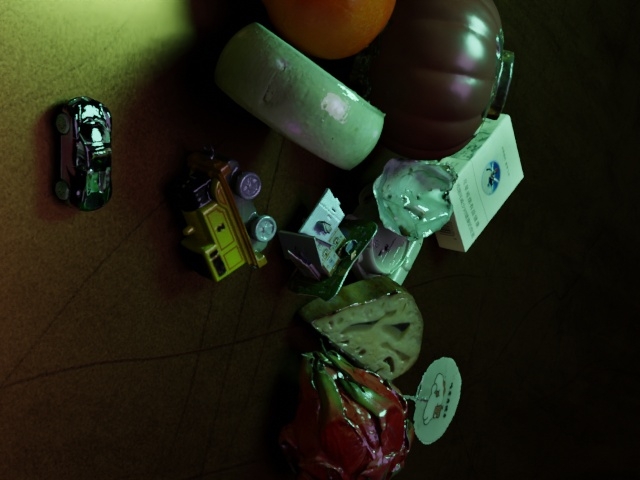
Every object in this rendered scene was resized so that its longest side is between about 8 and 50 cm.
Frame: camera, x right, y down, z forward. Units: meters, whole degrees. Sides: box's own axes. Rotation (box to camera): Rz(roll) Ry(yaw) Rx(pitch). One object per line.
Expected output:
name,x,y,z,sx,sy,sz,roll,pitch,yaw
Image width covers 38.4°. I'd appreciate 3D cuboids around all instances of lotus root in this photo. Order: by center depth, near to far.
lotus root,0.091,0.148,1.620,0.170,0.074,0.261,-41,131,-2

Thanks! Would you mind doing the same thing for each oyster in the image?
oyster,0.168,-0.087,1.604,0.252,0.087,0.199,-54,129,-43

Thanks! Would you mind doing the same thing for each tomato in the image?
tomato,0.009,-0.393,1.318,0.259,0.179,0.260,26,57,-49

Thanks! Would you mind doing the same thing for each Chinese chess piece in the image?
Chinese chess piece,-0.028,-0.201,1.286,0.250,0.250,0.101,24,104,-51

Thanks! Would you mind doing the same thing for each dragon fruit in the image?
dragon fruit,0.030,0.303,1.541,0.234,0.233,0.293,-47,113,-33

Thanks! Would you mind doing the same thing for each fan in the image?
fan,0.211,0.329,1.906,0.329,0.009,0.191,19,85,-52

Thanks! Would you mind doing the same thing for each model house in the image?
model house,0.000,0.000,1.483,0.167,0.117,0.088,-55,132,-22

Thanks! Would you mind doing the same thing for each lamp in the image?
lamp,0.180,-0.281,1.505,0.303,0.256,0.303,13,90,-90

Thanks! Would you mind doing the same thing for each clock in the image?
clock,0.105,-0.005,1.648,0.152,0.062,0.191,-60,137,-22

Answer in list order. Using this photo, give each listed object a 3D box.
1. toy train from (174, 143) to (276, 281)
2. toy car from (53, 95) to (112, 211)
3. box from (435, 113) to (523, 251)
toy train,-0.145,-0.033,1.317,0.127,0.089,0.219,-37,128,-27
toy car,-0.289,-0.107,1.144,0.069,0.055,0.142,-14,111,-52
box,0.311,-0.121,1.867,0.256,0.069,0.164,-48,132,-32
